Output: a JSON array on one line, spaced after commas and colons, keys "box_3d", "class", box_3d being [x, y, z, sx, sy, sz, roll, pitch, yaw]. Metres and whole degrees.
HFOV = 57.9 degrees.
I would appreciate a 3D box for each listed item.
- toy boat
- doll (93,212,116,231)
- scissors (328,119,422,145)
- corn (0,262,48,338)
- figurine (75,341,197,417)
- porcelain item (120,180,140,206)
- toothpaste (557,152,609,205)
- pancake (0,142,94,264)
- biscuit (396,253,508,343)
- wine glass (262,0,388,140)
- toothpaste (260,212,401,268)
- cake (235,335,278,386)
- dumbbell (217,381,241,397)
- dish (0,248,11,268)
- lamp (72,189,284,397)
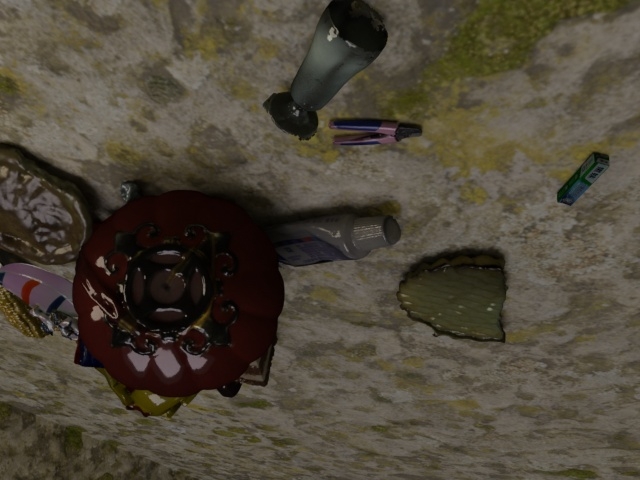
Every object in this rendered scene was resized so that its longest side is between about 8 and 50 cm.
[{"box_3d": [-0.481, 0.106, 1.066, 0.219, 0.072, 0.318, -35, 100, 34], "class": "toy boat"}, {"box_3d": [-0.297, 0.096, 1.057, 0.199, 0.105, 0.337, -16, 120, 35], "class": "doll"}, {"box_3d": [0.067, -0.130, 0.701, 0.113, 0.012, 0.039, 3, 146, 15], "class": "scissors"}, {"box_3d": [-0.663, 0.134, 1.281, 0.101, 0.101, 0.292, 13, 150, -1], "class": "corn"}, {"box_3d": [-0.392, 0.228, 1.218, 0.327, 0.169, 0.218, 54, 130, 9], "class": "figurine"}, {"box_3d": [-0.298, -0.065, 0.910, 0.028, 0.036, 0.083, -13, 159, -19], "class": "porcelain item"}, {"box_3d": [0.316, -0.073, 0.699, 0.020, 0.017, 0.083, 15, 148, -3], "class": "toothpaste"}, {"box_3d": [-0.482, -0.047, 0.931, 0.222, 0.042, 0.236, -24, 122, 20], "class": "pancake"}, {"box_3d": [0.222, 0.100, 0.977, 0.187, 0.036, 0.274, 3, 147, 16], "class": "biscuit"}, {"box_3d": [0.001, -0.175, 0.606, 0.072, 0.072, 0.155, 24, 146, -17], "class": "wine glass"}, {"box_3d": [0.001, 0.002, 0.893, 0.282, 0.068, 0.099, -8, 113, 44], "class": "toothpaste"}, {"box_3d": [-0.169, 0.221, 1.211, 0.135, 0.135, 0.147, 7, 154, 6], "class": "cake"}, {"box_3d": [-0.294, 0.289, 1.366, 0.225, 0.124, 0.140, 4, 147, 13], "class": "dumbbell"}, {"box_3d": [-0.673, -0.027, 1.069, 0.153, 0.064, 0.234, 9, 148, 6], "class": "dish"}, {"box_3d": [-0.203, 0.076, 0.848, 0.302, 0.303, 0.257, 15, 173, -3], "class": "lamp"}]
